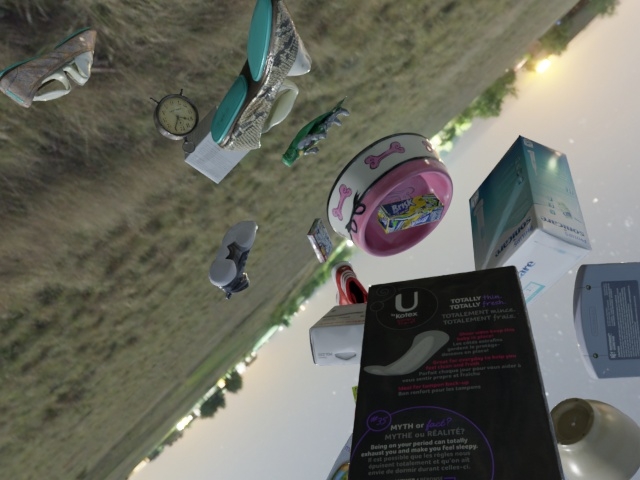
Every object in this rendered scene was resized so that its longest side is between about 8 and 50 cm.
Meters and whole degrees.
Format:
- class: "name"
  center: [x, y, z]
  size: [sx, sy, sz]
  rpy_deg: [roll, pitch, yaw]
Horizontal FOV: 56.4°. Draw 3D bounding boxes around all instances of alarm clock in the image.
- class: "alarm clock"
  center: [-0.427, -0.351, 1.797]
  size: [0.129, 0.192, 0.064]
  rpy_deg: [-24, -177, -28]

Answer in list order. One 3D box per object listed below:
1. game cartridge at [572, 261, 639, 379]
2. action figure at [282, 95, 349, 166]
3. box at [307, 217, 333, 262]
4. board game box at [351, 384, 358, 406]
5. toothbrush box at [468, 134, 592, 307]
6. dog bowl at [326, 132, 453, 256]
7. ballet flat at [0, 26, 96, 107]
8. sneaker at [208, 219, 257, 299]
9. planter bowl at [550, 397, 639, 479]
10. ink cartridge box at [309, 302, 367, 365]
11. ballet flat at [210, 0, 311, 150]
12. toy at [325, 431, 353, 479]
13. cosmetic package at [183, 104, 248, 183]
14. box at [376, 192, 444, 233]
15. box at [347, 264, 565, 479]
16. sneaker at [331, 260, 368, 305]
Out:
- class: "game cartridge"
  center: [0.762, 0.206, 1.550]
  size: [0.198, 0.297, 0.062]
  rpy_deg: [-2, 172, 3]
- class: "action figure"
  center: [-0.019, -0.256, 1.477]
  size: [0.232, 0.063, 0.137]
  rpy_deg: [-46, 178, -31]
- class: "box"
  center: [0.000, 0.000, 2.191]
  size: [0.027, 0.137, 0.094]
  rpy_deg: [-5, -141, 27]
- class: "board game box"
  center: [0.124, 0.418, 1.402]
  size: [0.043, 0.092, 0.181]
  rpy_deg: [-19, 137, 7]
- class: "toothbrush box"
  center: [0.428, -0.040, 1.265]
  size: [0.296, 0.126, 0.216]
  rpy_deg: [-80, -166, -45]
- class: "dog bowl"
  center: [0.229, -0.120, 1.829]
  size: [0.407, 0.150, 0.408]
  rpy_deg: [-22, 140, -20]
- class: "ballet flat"
  center: [-0.635, -0.415, 1.461]
  size: [0.107, 0.106, 0.316]
  rpy_deg: [-31, -163, 48]
- class: "sneaker"
  center: [-0.281, 0.068, 2.018]
  size: [0.153, 0.101, 0.269]
  rpy_deg: [75, 34, -52]
- class: "planter bowl"
  center: [0.483, 0.356, 1.091]
  size: [0.162, 0.109, 0.162]
  rpy_deg: [-42, -159, 20]
- class: "ink cartridge box"
  center: [0.082, 0.211, 1.383]
  size: [0.158, 0.092, 0.218]
  rpy_deg: [-7, -173, 17]
- class: "ballet flat"
  center: [-0.130, -0.403, 1.487]
  size: [0.182, 0.164, 0.483]
  rpy_deg: [0, 146, -28]
- class: "toy"
  center: [0.058, 0.528, 1.206]
  size: [0.056, 0.137, 0.237]
  rpy_deg: [16, -113, 50]
- class: "cosmetic package"
  center: [-0.360, -0.333, 2.072]
  size: [0.183, 0.151, 0.151]
  rpy_deg: [-42, -145, 17]
- class: "box"
  center: [0.236, -0.073, 1.571]
  size: [0.168, 0.059, 0.054]
  rpy_deg: [-14, 136, -21]
- class: "box"
  center: [0.129, 0.168, 0.567]
  size: [0.165, 0.143, 0.270]
  rpy_deg: [-9, -146, 15]
- class: "sneaker"
  center: [0.093, 0.174, 1.644]
  size: [0.087, 0.221, 0.128]
  rpy_deg: [-26, -148, -1]
